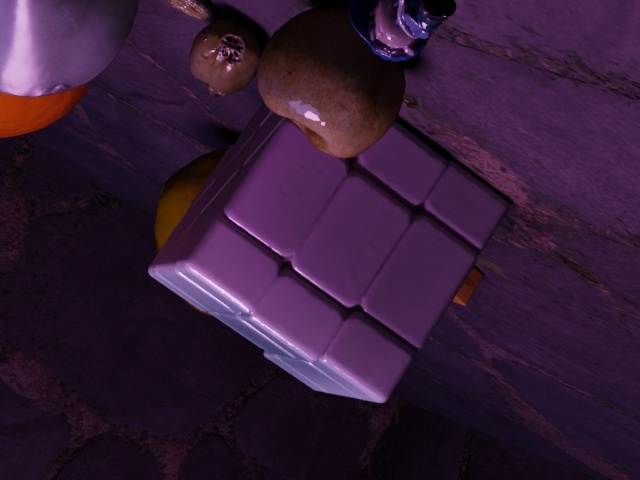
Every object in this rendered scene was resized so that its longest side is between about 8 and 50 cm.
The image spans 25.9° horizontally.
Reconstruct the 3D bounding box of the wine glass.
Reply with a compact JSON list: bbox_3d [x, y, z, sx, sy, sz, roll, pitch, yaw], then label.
[{"bbox_3d":[-0.313,-0.322,1.449,0.267,0.267,0.406,33,169,-4],"label":"wine glass"}]

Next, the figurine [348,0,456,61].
[{"bbox_3d":[0.088,-0.216,1.316,0.079,0.077,0.136,-1,173,-33],"label":"figurine"}]

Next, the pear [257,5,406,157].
[{"bbox_3d":[0.014,-0.174,1.514,0.167,0.136,0.167,33,174,4],"label":"pear"}]

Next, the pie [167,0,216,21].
[{"bbox_3d":[-0.170,-0.305,1.771,0.084,0.021,0.084,30,174,4],"label":"pie"}]

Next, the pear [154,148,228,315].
[{"bbox_3d":[-0.109,-0.005,2.347,0.375,0.287,0.287,18,168,8],"label":"pear"}]

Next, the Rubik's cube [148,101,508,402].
[{"bbox_3d":[0.000,0.000,1.861,0.316,0.318,0.322,35,169,-11],"label":"Rubik's cube"}]

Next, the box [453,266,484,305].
[{"bbox_3d":[0.132,0.005,2.212,0.237,0.070,0.152,37,169,-37],"label":"box"}]

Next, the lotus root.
[{"bbox_3d":[-0.123,-0.234,1.800,0.090,0.077,0.183,40,167,-1],"label":"lotus root"}]

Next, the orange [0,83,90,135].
[{"bbox_3d":[-0.502,-0.300,1.859,0.424,0.326,0.424,0,-177,0],"label":"orange"}]
